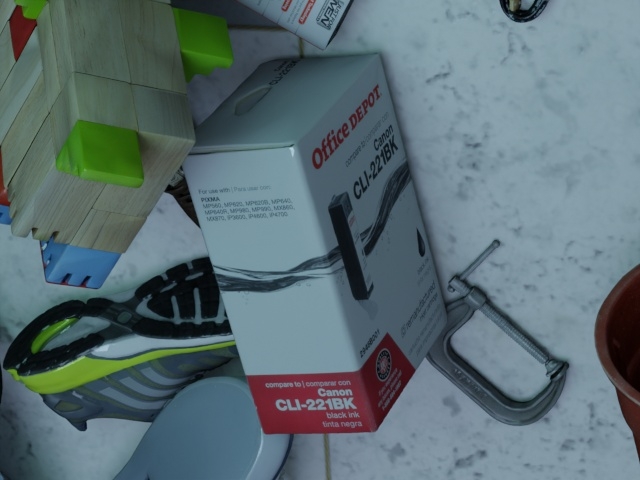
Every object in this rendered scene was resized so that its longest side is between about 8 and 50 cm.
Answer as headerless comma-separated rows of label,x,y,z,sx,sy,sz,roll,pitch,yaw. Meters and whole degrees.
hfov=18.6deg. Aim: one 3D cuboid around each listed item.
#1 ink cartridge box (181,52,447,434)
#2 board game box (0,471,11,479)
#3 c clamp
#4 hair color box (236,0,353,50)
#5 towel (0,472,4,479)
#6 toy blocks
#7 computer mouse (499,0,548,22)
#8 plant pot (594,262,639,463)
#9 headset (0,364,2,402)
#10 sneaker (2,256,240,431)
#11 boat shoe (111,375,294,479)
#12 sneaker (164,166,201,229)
ink cartridge box,0.000,0.000,1.665,0.114,0.197,0.272,-4,116,27
board game box,-0.461,0.320,2.051,0.224,0.097,0.303,42,120,-7
c clamp,0.164,0.096,1.776,0.160,0.022,0.137,46,121,-9
hair color box,-0.038,-0.229,1.650,0.141,0.043,0.072,31,122,1
towel,-0.447,0.301,1.958,0.336,0.040,0.243,-16,112,24
toy blocks,-0.217,-0.115,1.605,0.191,0.381,0.261,9,138,-28
computer mouse,0.160,-0.285,1.560,0.071,0.041,0.242,2,119,15
plant pot,0.378,0.172,1.626,0.272,0.272,0.265,-1,126,18
headset,-0.404,0.002,1.794,0.185,0.243,0.394,-34,79,18
sneaker,-0.144,0.103,1.843,0.300,0.111,0.121,-13,132,23
boat shoe,-0.087,0.239,1.858,0.156,0.135,0.367,2,146,-33
sneaker,-0.127,-0.060,1.753,0.066,0.071,0.188,-29,105,28
